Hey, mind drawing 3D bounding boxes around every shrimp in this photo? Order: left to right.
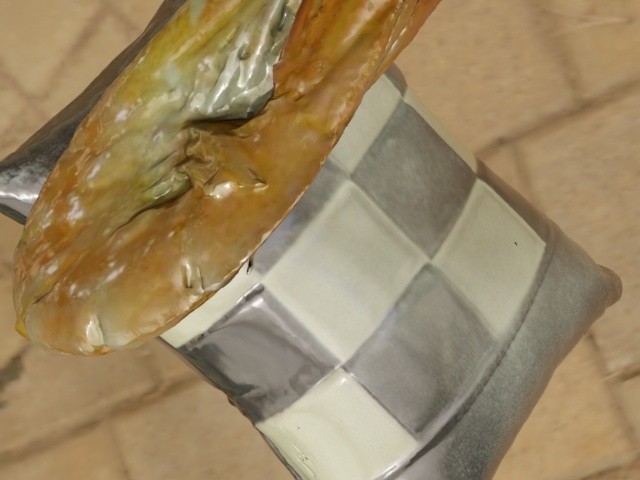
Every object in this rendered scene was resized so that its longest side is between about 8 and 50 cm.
[{"bbox_3d":[-0.012,-0.048,0.590,0.217,0.051,0.115,-48,39,-1],"label":"shrimp"}]

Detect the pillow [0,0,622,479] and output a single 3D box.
[{"bbox_3d":[0.000,0.000,0.793,0.250,0.186,0.106,46,149,-15],"label":"pillow"}]
